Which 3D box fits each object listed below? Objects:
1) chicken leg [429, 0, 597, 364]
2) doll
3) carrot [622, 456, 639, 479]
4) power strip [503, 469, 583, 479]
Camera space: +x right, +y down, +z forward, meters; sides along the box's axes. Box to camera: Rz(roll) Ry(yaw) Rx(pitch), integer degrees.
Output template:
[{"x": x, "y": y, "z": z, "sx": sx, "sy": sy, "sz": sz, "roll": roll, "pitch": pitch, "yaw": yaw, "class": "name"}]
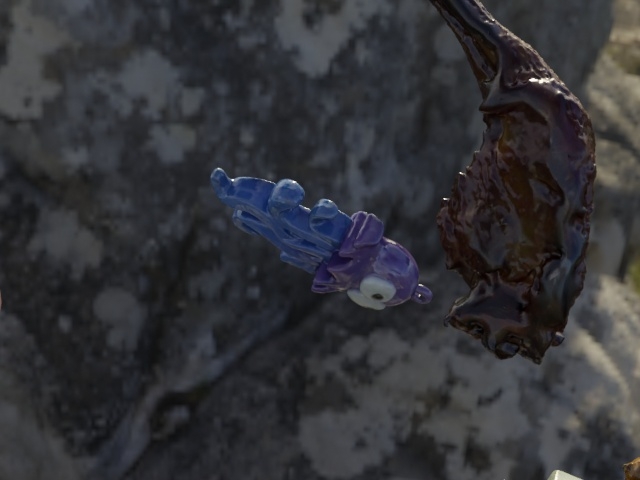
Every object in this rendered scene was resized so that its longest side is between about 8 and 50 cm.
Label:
[{"x": 0.163, "y": -0.089, "z": 1.495, "sx": 0.158, "sy": 0.407, "sz": 0.096, "roll": -10, "pitch": 9, "yaw": 22, "class": "chicken leg"}, {"x": 0.000, "y": 0.000, "z": 1.366, "sx": 0.206, "sy": 0.110, "sz": 0.067, "roll": 29, "pitch": 63, "yaw": -3, "class": "doll"}, {"x": 0.279, "y": 0.182, "z": 1.067, "sx": 0.210, "sy": 0.061, "sz": 0.061, "roll": 24, "pitch": 38, "yaw": -14, "class": "carrot"}, {"x": 0.196, "y": 0.183, "z": 1.014, "sx": 0.191, "sy": 0.030, "sz": 0.047, "roll": 22, "pitch": 26, "yaw": 1, "class": "power strip"}]
